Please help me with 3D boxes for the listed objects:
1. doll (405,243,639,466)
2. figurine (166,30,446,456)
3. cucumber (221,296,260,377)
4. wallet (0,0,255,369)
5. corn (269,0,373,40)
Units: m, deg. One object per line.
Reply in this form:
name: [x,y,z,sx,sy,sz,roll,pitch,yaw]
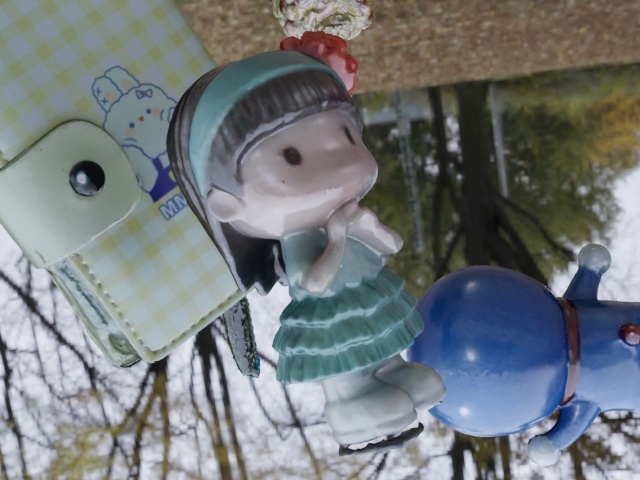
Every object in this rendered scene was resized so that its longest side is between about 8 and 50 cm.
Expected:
doll: [0.209,0.104,0.970,0.257,0.215,0.161,6,159,-2]
figurine: [0.000,0.000,0.613,0.110,0.245,0.138,-20,-177,37]
cucumber: [-0.121,0.074,1.410,0.044,0.256,0.043,-3,-164,25]
wallet: [-0.155,-0.075,0.802,0.223,0.309,0.077,-40,-165,-24]
corn: [-0.025,-0.303,0.981,0.092,0.280,0.092,-15,154,-7]
